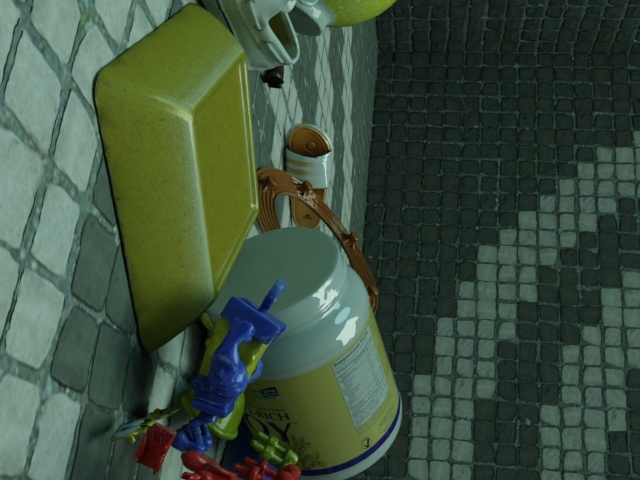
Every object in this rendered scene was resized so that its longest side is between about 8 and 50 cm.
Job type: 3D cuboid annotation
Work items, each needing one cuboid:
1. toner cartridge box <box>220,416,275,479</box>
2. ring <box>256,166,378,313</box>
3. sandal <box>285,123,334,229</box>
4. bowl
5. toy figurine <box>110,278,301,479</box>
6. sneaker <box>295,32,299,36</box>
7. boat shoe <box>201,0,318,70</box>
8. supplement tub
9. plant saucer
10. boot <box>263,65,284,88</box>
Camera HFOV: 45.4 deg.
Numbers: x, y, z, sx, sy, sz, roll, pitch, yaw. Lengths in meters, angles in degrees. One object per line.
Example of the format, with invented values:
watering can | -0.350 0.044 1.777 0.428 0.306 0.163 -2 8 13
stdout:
toner cartridge box | -0.113 0.398 1.288 0.347 0.075 0.165 -76 165 -54
ring | 0.000 0.000 1.377 0.337 0.032 0.336 42 25 -24
sandal | -0.024 -0.120 1.635 0.076 0.102 0.265 -80 171 -56
bowl | -0.014 -0.416 1.194 0.156 0.290 0.289 -62 168 -6
toy figurine | -0.072 0.152 0.889 0.362 0.191 0.217 58 57 -83
sneaker | -0.069 -0.470 1.370 0.086 0.085 0.237 -26 -118 60
boat shoe | -0.079 -0.345 1.020 0.367 0.157 0.135 74 20 -65
supplement tub | -0.026 0.171 1.140 0.241 0.241 0.331 -76 152 -53
plant saucer | -0.145 -0.087 0.926 0.332 0.081 0.332 -73 162 -59
boot | -0.081 -0.343 1.406 0.106 0.037 0.114 -147 -118 -85
